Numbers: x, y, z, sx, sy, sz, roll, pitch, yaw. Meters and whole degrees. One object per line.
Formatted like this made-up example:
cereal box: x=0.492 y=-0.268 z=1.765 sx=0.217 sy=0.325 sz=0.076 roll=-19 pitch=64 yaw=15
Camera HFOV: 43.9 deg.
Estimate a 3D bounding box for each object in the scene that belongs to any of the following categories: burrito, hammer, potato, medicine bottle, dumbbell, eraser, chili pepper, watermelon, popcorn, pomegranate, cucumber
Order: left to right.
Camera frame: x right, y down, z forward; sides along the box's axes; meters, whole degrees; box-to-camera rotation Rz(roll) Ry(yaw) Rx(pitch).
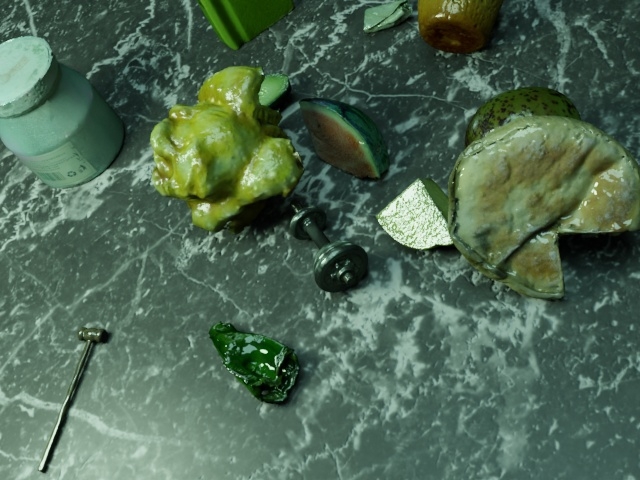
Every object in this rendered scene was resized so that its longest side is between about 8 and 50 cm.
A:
medicine bottle: x=-0.621 y=-0.295 z=1.808 sx=0.244 sy=0.290 sz=0.245 roll=-8 pitch=57 yaw=13
hammer: x=-0.489 y=0.305 z=1.548 sx=0.058 sy=0.029 sz=0.292 roll=2 pitch=61 yaw=22
popcorn: x=-0.196 y=-0.198 z=1.596 sx=0.289 sy=0.326 sz=0.321 roll=2 pitch=37 yaw=-14
eraser: x=-0.193 y=-0.598 z=1.875 sx=0.210 sy=0.274 sz=0.092 roll=-39 pitch=63 yaw=-6
cucumber: x=-0.170 y=-0.293 z=1.795 sx=0.243 sy=0.063 sz=0.115 roll=-28 pitch=59 yaw=-1
chili pepper: x=-0.127 y=0.212 z=1.465 sx=0.108 sy=0.062 sz=0.216 roll=-43 pitch=55 yaw=-18
dumbbell: x=0.000 y=0.000 z=1.536 sx=0.110 sy=0.110 sz=0.254 roll=-34 pitch=48 yaw=-4
watermelon: x=0.051 y=-0.239 z=1.637 sx=0.231 sy=0.146 sz=0.128 roll=28 pitch=70 yaw=33
burrito: x=0.155 y=-0.520 z=1.843 sx=0.118 sy=0.044 sz=0.074 roll=-9 pitch=53 yaw=16
potato: x=0.198 y=-0.027 z=1.517 sx=0.120 sy=0.081 sz=0.149 roll=-40 pitch=68 yaw=28
pomegranate: x=0.375 y=-0.154 z=1.460 sx=0.214 sy=0.214 sz=0.248 roll=-9 pitch=80 yaw=13

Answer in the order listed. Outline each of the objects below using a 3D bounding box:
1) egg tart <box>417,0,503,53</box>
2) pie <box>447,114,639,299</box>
egg tart: x=0.292 y=-0.497 z=1.709 sx=0.202 sy=0.202 sz=0.147 roll=8 pitch=75 yaw=23
pie: x=0.375 y=-0.066 z=1.355 sx=0.337 sy=0.075 sz=0.338 roll=2 pitch=101 yaw=9
